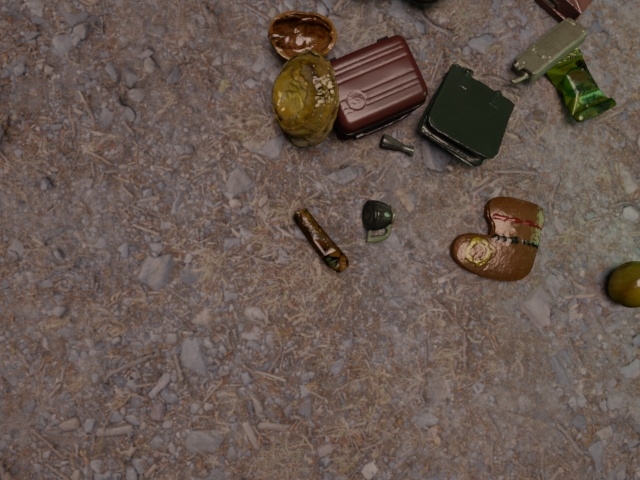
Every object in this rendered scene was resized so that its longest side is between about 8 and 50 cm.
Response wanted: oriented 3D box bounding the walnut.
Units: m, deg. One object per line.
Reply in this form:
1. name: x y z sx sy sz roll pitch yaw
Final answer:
1. walnut: -0.057 -0.608 1.461 0.211 0.087 0.167 -1 80 -6

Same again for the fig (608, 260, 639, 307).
1. fig: 0.980 0.136 1.488 0.135 0.121 0.153 11 109 -9

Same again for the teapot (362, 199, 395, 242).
1. teapot: 0.179 -0.065 1.463 0.090 0.124 0.092 0 45 -19

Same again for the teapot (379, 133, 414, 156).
1. teapot: 0.242 -0.296 1.493 0.110 0.043 0.043 18 86 -7

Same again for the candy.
1. candy: 0.824 -0.502 1.532 0.148 0.069 0.247 -25 83 -4

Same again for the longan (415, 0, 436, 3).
1. longan: 0.339 -0.841 1.457 0.197 0.198 0.213 23 84 -3

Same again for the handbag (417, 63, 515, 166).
1. handbag: 0.458 -0.389 1.475 0.247 0.079 0.260 30 72 -4

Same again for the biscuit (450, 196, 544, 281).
1. biscuit: 0.560 -0.015 1.493 0.262 0.052 0.277 19 86 -3

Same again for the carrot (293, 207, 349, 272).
1. carrot: 0.000 0.000 1.445 0.069 0.069 0.229 -38 88 -5

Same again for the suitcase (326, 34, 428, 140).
1. suitcase: 0.150 -0.453 1.431 0.296 0.161 0.237 -24 88 -6

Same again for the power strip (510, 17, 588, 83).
1. power strip: 0.712 -0.592 1.520 0.288 0.053 0.093 -38 68 -2

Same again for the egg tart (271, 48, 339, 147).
1. egg tart: -0.057 -0.405 1.371 0.095 0.278 0.279 -16 88 -43

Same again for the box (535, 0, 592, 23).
1. box: 0.805 -0.848 1.541 0.215 0.086 0.215 41 85 -1
